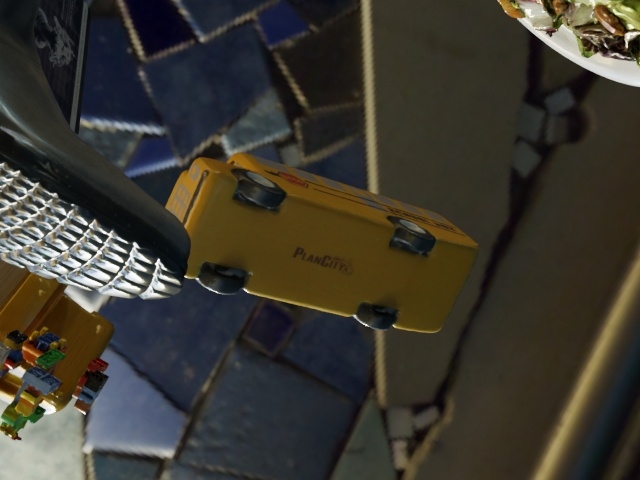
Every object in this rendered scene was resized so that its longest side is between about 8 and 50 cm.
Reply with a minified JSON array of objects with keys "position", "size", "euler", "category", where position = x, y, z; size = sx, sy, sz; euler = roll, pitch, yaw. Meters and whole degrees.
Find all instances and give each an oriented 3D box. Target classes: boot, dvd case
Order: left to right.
[{"position":[-0.178,-0.131,0.640],"size":[0.118,0.338,0.222],"euler":[-18,-139,48],"category":"boot"},{"position":[-0.309,-0.231,1.209],"size":[0.221,0.018,0.164],"euler":[50,39,-65],"category":"dvd case"}]

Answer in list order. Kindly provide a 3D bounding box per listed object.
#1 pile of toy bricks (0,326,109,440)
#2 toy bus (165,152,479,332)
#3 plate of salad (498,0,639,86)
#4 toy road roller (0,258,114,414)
[{"position":[-0.312,0.168,1.203],"size":[0.105,0.118,0.212],"euler":[-60,177,5],"category":"pile of toy bricks"},{"position":[0.000,0.000,1.103],"size":[0.108,0.333,0.130],"euler":[-65,-146,15],"category":"toy bus"},{"position":[0.163,-0.167,0.757],"size":[0.048,0.200,0.200],"euler":[-48,-170,-10],"category":"plate of salad"},{"position":[-0.422,0.123,1.458],"size":[0.329,0.240,0.202],"euler":[-36,-161,52],"category":"toy road roller"}]
